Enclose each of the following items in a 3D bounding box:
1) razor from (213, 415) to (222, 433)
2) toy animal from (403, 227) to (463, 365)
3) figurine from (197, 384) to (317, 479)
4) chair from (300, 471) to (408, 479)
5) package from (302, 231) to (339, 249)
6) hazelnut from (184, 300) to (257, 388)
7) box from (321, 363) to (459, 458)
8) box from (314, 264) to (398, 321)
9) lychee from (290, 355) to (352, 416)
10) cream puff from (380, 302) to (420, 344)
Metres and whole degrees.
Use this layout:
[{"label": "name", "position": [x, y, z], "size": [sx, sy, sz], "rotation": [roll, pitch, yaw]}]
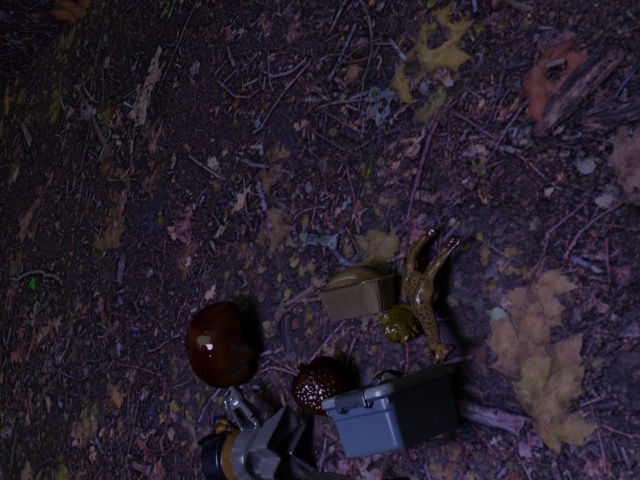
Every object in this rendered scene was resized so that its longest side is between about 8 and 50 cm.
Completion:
[{"label": "razor", "position": [-0.235, 0.571, 1.690], "size": [0.056, 0.093, 0.324], "rotation": [0, 69, 5]}, {"label": "toy animal", "position": [0.203, 0.098, 1.346], "size": [0.149, 0.054, 0.275], "rotation": [-15, 55, 48]}, {"label": "figurine", "position": [-0.152, 0.461, 1.564], "size": [0.308, 0.143, 0.308], "rotation": [-17, 65, 39]}, {"label": "chair", "position": [0.043, 0.501, 1.299], "size": [0.149, 0.213, 0.174], "rotation": [-33, 57, 43]}, {"label": "package", "position": [0.000, 0.000, 1.641], "size": [0.110, 0.015, 0.037], "rotation": [4, 75, 46]}, {"label": "hazelnut", "position": [-0.236, 0.253, 1.727], "size": [0.170, 0.160, 0.202], "rotation": [27, 136, 59]}, {"label": "box", "position": [0.129, 0.289, 1.270], "size": [0.162, 0.227, 0.130], "rotation": [-24, 77, 39]}, {"label": "box", "position": [0.074, 0.103, 1.468], "size": [0.177, 0.111, 0.111], "rotation": [-19, 65, 42]}, {"label": "lychee", "position": [0.003, 0.297, 1.471], "size": [0.123, 0.123, 0.129], "rotation": [-47, 57, 26]}, {"label": "cream puff", "position": [0.154, 0.164, 1.401], "size": [0.083, 0.083, 0.058], "rotation": [26, 137, 36]}]
